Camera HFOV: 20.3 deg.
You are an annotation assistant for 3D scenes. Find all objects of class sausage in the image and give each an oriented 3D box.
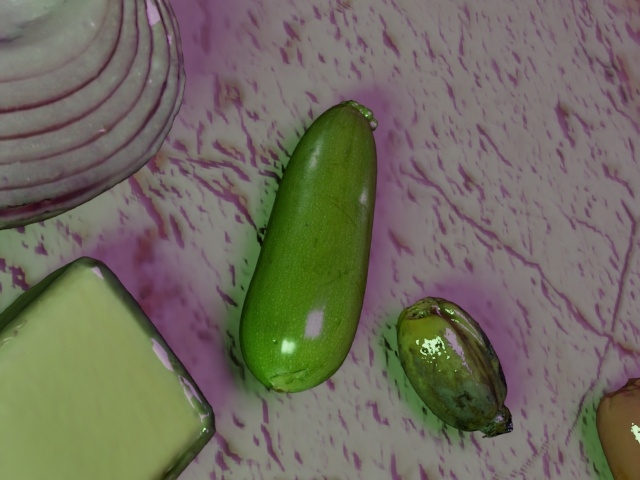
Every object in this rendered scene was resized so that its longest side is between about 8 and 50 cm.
[{"bbox_3d":[0.229,0.165,1.174,0.062,0.062,0.154,-21,90,-44],"label":"sausage"}]

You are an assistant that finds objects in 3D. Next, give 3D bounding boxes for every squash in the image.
[{"bbox_3d":[0.000,0.000,1.034,0.066,0.066,0.201,35,50,-27],"label":"squash"}]

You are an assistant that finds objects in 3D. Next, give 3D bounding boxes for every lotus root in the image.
[{"bbox_3d":[0.081,0.080,1.083,0.099,0.049,0.054,55,38,-10],"label":"lotus root"}]

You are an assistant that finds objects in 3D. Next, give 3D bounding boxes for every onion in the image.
[{"bbox_3d":[-0.204,-0.098,0.846,0.283,0.120,0.227,-33,99,-47],"label":"onion"}]

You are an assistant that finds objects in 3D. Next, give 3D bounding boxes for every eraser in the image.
[{"bbox_3d":[-0.139,0.102,0.871,0.117,0.058,0.172,54,47,-13],"label":"eraser"}]
